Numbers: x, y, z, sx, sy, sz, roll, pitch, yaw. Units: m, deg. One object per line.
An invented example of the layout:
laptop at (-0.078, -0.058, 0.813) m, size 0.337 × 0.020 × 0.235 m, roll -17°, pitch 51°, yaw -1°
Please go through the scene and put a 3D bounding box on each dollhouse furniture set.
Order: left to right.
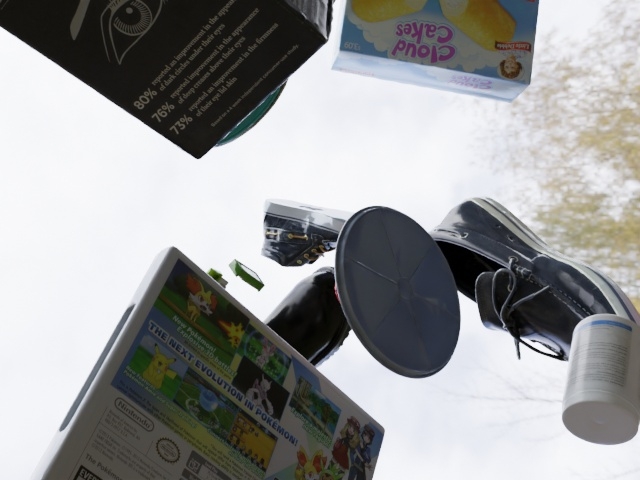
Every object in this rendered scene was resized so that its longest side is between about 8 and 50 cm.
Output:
dollhouse furniture set at (-0.165, 0.099, 1.444) m, size 0.151 × 0.076 × 0.058 m, roll -46°, pitch -46°, yaw 5°

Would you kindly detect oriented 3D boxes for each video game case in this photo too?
video game case at (-0.086, 0.213, 0.867) m, size 0.329 × 0.036 × 0.300 m, roll 43°, pitch -137°, yaw -22°

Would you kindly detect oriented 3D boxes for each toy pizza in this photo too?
toy pizza at (0.084, 0.058, 1.025) m, size 0.201 × 0.032 × 0.201 m, roll 22°, pitch -124°, yaw -37°

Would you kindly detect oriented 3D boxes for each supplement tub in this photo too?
supplement tub at (0.266, 0.128, 0.859) m, size 0.071 × 0.071 × 0.107 m, roll 51°, pitch -137°, yaw -26°

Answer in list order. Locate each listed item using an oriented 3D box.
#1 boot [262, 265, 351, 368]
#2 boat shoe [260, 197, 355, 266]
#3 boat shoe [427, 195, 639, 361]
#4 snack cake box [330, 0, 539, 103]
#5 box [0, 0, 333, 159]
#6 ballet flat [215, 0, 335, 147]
boot at (-0.107, 0.187, 1.598) m, size 0.260 × 0.131 × 0.348 m, roll 2°, pitch -49°, yaw -49°
boat shoe at (0.000, 0.000, 1.213) m, size 0.065 × 0.183 × 0.083 m, roll -10°, pitch -70°, yaw -53°
boat shoe at (0.330, 0.093, 1.455) m, size 0.156 × 0.500 × 0.186 m, roll -26°, pitch -51°, yaw -15°
snack cake box at (0.156, -0.292, 1.254) m, size 0.265 × 0.089 × 0.152 m, roll 9°, pitch -100°, yaw -6°
box at (-0.116, -0.183, 0.654) m, size 0.207 × 0.153 × 0.108 m, roll 36°, pitch -144°, yaw -27°
ballet flat at (-0.064, -0.211, 1.020) m, size 0.086 × 0.086 × 0.248 m, roll 30°, pitch -71°, yaw -33°
